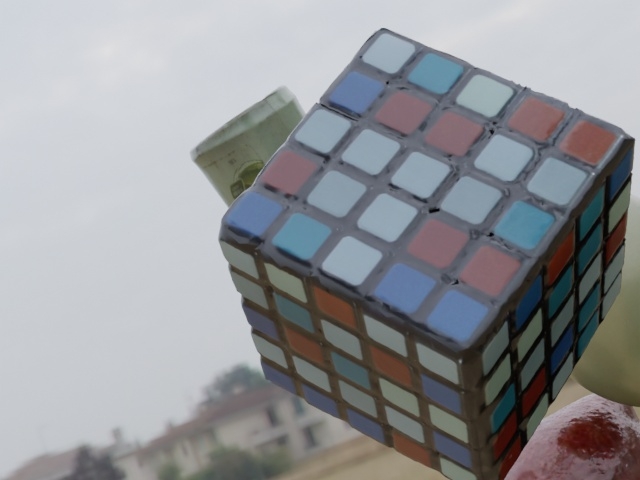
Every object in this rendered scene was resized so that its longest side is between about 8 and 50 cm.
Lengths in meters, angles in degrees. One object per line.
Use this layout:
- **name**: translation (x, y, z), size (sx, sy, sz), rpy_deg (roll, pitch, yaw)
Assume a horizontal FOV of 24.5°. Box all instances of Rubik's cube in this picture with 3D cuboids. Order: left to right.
- **Rubik's cube**: translation (0.070, 0.014, 0.910), size (0.187, 0.184, 0.182), rpy_deg (-54, -25, -25)

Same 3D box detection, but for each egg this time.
- **egg**: translation (0.306, 0.058, 1.534), size (0.186, 0.242, 0.186), rpy_deg (-31, -10, -6)

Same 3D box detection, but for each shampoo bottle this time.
- **shampoo bottle**: translation (0.000, 0.000, 1.153), size (0.087, 0.234, 0.118), rpy_deg (-37, 5, -28)

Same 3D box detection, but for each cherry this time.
- **cherry**: translation (0.282, 0.295, 1.597), size (0.239, 0.206, 0.239), rpy_deg (-13, -43, -13)
